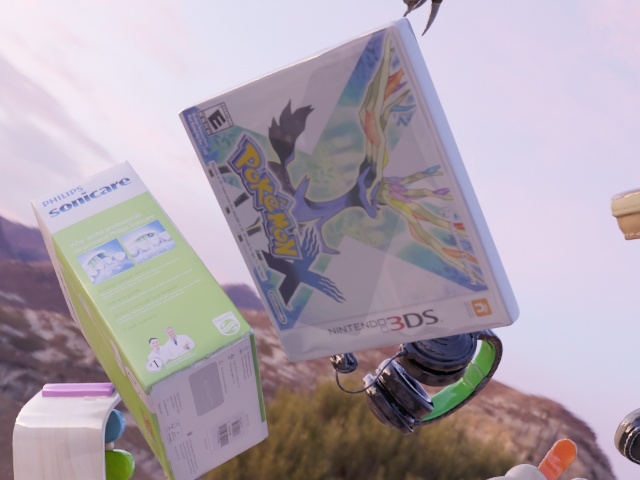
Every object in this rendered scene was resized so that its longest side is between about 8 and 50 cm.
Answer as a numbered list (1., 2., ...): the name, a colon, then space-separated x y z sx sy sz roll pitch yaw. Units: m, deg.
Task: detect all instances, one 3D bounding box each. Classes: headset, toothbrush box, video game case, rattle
1. headset: 0.155 0.215 1.656 0.394 0.243 0.185 11 32 -46
2. toothbrush box: -0.182 0.087 0.995 0.283 0.122 0.206 47 -26 34
3. video game case: 0.023 -0.035 1.003 0.299 0.036 0.329 -15 -76 35
4. rattle: 0.202 0.315 1.028 0.130 0.200 0.143 34 -47 7

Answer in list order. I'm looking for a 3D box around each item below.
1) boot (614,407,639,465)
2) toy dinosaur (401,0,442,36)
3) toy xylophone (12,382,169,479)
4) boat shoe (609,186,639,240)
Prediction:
1. boot: 0.448 0.252 0.974 0.236 0.085 0.179 8 21 -5
2. toy dinosaur: 0.249 -0.379 1.173 0.313 0.121 0.160 -8 -40 4
3. toy xylophone: -0.267 0.336 1.115 0.236 0.323 0.081 6 3 12
4. boat shoe: 0.409 0.000 0.746 0.341 0.110 0.121 1 4 11
